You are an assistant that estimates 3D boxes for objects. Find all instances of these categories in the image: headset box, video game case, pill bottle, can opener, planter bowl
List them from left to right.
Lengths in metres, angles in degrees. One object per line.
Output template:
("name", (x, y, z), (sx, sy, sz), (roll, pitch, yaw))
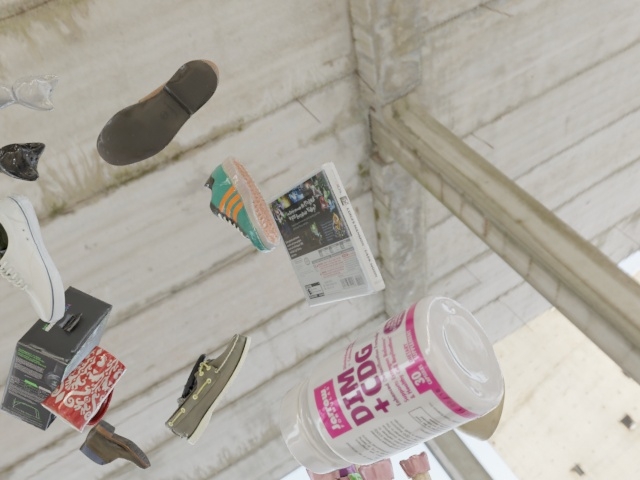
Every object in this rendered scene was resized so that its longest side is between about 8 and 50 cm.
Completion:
("headset box", (-0.670, 0.291, 1.584), (0.131, 0.246, 0.283), (26, -61, -4))
("can opener", (-0.338, 0.386, 1.667), (0.073, 0.059, 0.186), (-14, -54, -60))
("video game case", (0.000, 0.000, 0.846), (0.022, 0.173, 0.190), (-23, 0, -29))
("pill bottle", (0.085, 0.204, 0.835), (0.283, 0.160, 0.160), (-38, -33, 31))
("planter bowl", (0.310, 0.337, 1.329), (0.109, 0.162, 0.162), (16, -55, -4))

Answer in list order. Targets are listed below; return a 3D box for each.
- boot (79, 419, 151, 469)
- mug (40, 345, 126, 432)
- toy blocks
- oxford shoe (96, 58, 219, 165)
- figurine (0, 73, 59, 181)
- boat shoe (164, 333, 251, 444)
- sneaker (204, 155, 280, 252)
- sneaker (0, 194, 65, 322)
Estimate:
("boot", (-0.639, 0.664, 1.924), (0.106, 0.219, 0.082), (-49, 2, -8))
("mug", (-0.540, 0.344, 1.436), (0.169, 0.113, 0.150), (-55, -5, -27))
("toy blocks", (0.045, 0.493, 1.295), (0.309, 0.259, 0.289), (-30, -26, 17))
("oxford shoe", (-0.223, -0.178, 0.872), (0.212, 0.076, 0.076), (-32, -71, 13))
("figurine", (-0.561, -0.199, 1.079), (0.210, 0.214, 0.092), (2, -15, 14))
("boat shoe", (-0.278, 0.359, 1.544), (0.091, 0.109, 0.304), (31, -89, -7))
("sneaker", (-0.201, -0.071, 1.552), (0.121, 0.302, 0.108), (-40, -34, 16))
("sneaker", (-0.573, 0.044, 1.180), (0.091, 0.094, 0.257), (-28, -77, -51))
